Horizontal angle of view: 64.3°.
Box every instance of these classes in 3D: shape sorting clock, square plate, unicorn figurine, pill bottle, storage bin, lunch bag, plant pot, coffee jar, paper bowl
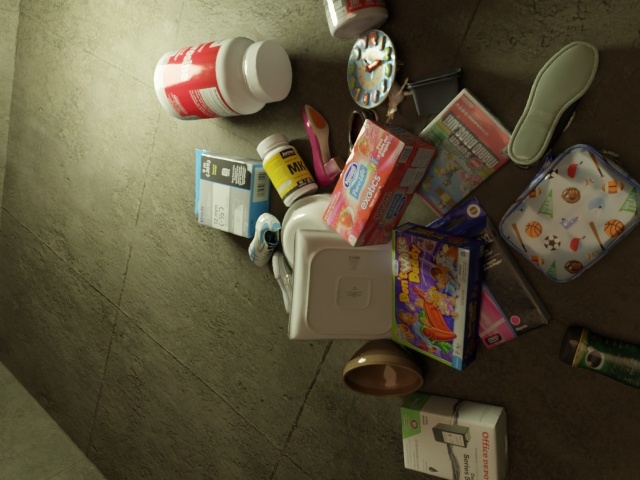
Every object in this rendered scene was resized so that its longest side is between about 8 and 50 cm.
[{"bbox_3d":[0.136,-0.469,1.396,0.206,0.040,0.206,5,96,55],"label":"shape sorting clock"},{"bbox_3d":[0.089,0.142,1.468,0.347,0.049,0.344,2,106,-8],"label":"square plate"},{"bbox_3d":[0.205,-0.413,1.393,0.111,0.060,0.162,-38,65,42],"label":"unicorn figurine"},{"bbox_3d":[-0.302,-0.504,1.594,0.408,0.229,0.229,3,102,32],"label":"pill bottle"},{"bbox_3d":[0.298,-0.382,1.313,0.135,0.098,0.091,-7,114,19],"label":"storage bin"},{"bbox_3d":[0.583,-0.071,1.183,0.243,0.115,0.303,47,122,19],"label":"lunch bag"},{"bbox_3d":[-0.107,-0.222,1.594,0.119,0.119,0.208,-36,81,33],"label":"pill bottle"},{"bbox_3d":[0.184,0.369,1.511,0.237,0.237,0.109,-26,43,34],"label":"plant pot"},{"bbox_3d":[0.071,-0.702,1.346,0.161,0.161,0.283,-12,94,34],"label":"pill bottle"},{"bbox_3d":[0.675,0.275,1.217,0.184,0.079,0.096,18,112,28],"label":"coffee jar"},{"bbox_3d":[0.000,0.000,1.559,0.284,0.148,0.284,9,106,32],"label":"paper bowl"}]

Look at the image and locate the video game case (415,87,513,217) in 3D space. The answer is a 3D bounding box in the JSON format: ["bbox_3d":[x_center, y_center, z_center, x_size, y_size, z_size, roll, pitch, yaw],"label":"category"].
[{"bbox_3d":[0.342,-0.219,1.321,0.204,0.025,0.285,45,126,1],"label":"video game case"}]

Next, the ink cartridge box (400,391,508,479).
[{"bbox_3d":[0.380,0.565,1.452,0.273,0.115,0.198,0,100,33],"label":"ink cartridge box"}]

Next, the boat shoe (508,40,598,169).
[{"bbox_3d":[0.529,-0.306,1.175,0.114,0.091,0.302,36,100,22],"label":"boat shoe"}]

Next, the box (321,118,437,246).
[{"bbox_3d":[0.150,-0.145,1.329,0.142,0.154,0.300,43,122,34],"label":"box"}]

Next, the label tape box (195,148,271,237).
[{"bbox_3d":[-0.340,-0.170,1.763,0.348,0.115,0.249,15,108,28],"label":"label tape box"}]

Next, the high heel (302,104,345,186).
[{"bbox_3d":[-0.015,-0.287,1.556,0.117,0.082,0.244,-32,87,43],"label":"high heel"}]

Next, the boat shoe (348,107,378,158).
[{"bbox_3d":[0.108,-0.263,1.471,0.084,0.079,0.233,17,111,29],"label":"boat shoe"}]

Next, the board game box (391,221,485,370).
[{"bbox_3d":[0.307,0.146,1.369,0.233,0.078,0.347,18,120,42],"label":"board game box"}]

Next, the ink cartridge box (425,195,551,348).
[{"bbox_3d":[0.428,0.086,1.350,0.176,0.069,0.371,-35,78,34],"label":"ink cartridge box"}]

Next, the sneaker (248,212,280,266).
[{"bbox_3d":[-0.181,0.014,1.683,0.086,0.085,0.237,49,144,28],"label":"sneaker"}]

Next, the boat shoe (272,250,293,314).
[{"bbox_3d":[-0.092,0.138,1.699,0.076,0.083,0.226,-9,107,23],"label":"boat shoe"}]
